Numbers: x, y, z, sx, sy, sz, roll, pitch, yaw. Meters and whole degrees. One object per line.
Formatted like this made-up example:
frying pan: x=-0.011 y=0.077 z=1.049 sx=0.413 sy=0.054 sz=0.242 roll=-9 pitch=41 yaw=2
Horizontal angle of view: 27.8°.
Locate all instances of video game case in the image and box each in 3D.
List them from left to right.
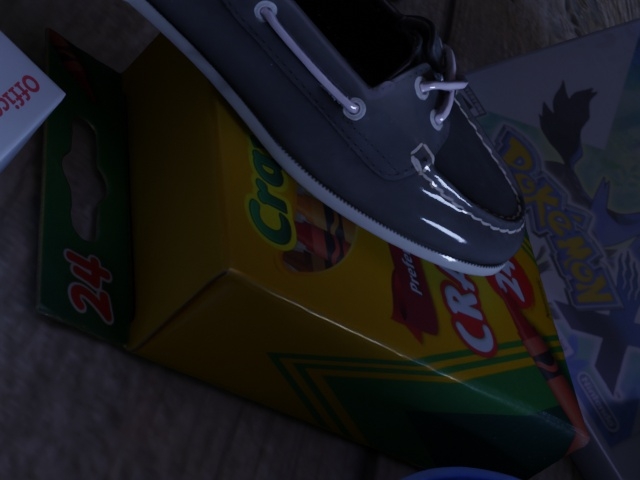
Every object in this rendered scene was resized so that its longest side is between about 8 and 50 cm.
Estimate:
video game case: x=0.234 y=-0.001 z=0.943 sx=0.300 sy=0.036 sz=0.329 roll=-21 pitch=72 yaw=-32

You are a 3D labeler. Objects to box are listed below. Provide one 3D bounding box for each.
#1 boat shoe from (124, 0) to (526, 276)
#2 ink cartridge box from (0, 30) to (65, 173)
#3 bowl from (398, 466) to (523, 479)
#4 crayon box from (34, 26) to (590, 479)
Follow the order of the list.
boat shoe: x=-0.004 y=-0.110 z=0.644 sx=0.335 sy=0.095 sz=0.112 roll=40 pitch=33 yaw=-12
ink cartridge box: x=-0.196 y=-0.075 z=0.543 sx=0.150 sy=0.063 sz=0.109 roll=44 pitch=31 yaw=-12
bowl: x=0.107 y=0.288 z=0.545 sx=0.391 sy=0.077 sz=0.391 roll=34 pitch=34 yaw=-27
crayon box: x=0.000 y=0.000 z=0.708 sx=0.318 sy=0.081 sz=0.202 roll=26 pitch=39 yaw=-35
